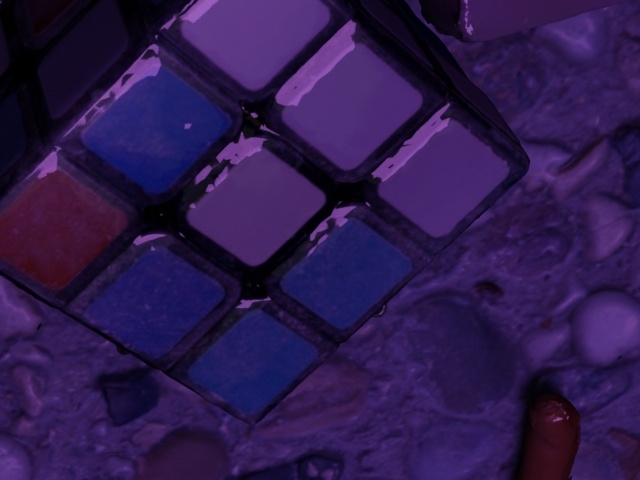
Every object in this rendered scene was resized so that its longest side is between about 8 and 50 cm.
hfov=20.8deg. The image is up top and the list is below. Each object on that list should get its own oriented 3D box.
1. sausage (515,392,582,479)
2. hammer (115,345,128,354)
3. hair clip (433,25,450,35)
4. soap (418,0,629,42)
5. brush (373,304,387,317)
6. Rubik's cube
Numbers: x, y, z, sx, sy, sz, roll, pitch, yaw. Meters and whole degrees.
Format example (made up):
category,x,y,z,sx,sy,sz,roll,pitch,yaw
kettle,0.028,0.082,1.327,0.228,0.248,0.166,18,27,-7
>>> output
category,x,y,z,sx,sy,sz,roll,pitch,yaw
sausage,0.266,0.291,2.078,0.078,0.078,0.304,-8,129,-13
hammer,-0.123,0.060,1.807,0.201,0.021,0.078,-16,129,-7
hair clip,0.086,-0.297,1.537,0.075,0.146,0.257,-9,134,12
soap,0.209,-0.338,1.439,0.285,0.107,0.296,-18,123,-14
brush,0.000,0.000,1.807,0.062,0.027,0.266,-32,133,7
Rubik's cube,-0.092,-0.118,1.470,0.363,0.359,0.362,-39,126,13
